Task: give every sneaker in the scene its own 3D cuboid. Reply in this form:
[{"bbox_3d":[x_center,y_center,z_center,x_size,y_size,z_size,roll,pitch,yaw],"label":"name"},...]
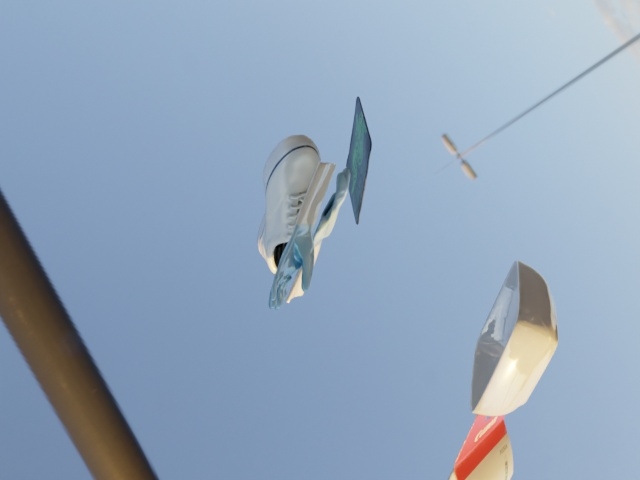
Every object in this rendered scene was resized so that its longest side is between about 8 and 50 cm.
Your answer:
[{"bbox_3d":[-0.040,-0.046,1.097,0.094,0.258,0.091,-13,-130,-23],"label":"sneaker"}]

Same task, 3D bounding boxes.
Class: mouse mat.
[{"bbox_3d":[0.066,-0.142,1.260,0.007,0.189,0.152,0,-136,-9],"label":"mouse mat"}]

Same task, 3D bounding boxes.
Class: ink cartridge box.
[{"bbox_3d":[0.208,0.295,0.888,0.056,0.224,0.181,31,-157,26],"label":"ink cartridge box"}]

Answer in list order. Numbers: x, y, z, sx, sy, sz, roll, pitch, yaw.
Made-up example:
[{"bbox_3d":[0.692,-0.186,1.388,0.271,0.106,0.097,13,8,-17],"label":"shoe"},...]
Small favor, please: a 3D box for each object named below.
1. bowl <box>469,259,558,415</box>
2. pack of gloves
[{"bbox_3d":[0.207,0.107,0.743,0.053,0.141,0.142,19,-150,4],"label":"bowl"},{"bbox_3d":[0.000,0.000,1.050,0.046,0.232,0.195,25,-169,14],"label":"pack of gloves"}]
